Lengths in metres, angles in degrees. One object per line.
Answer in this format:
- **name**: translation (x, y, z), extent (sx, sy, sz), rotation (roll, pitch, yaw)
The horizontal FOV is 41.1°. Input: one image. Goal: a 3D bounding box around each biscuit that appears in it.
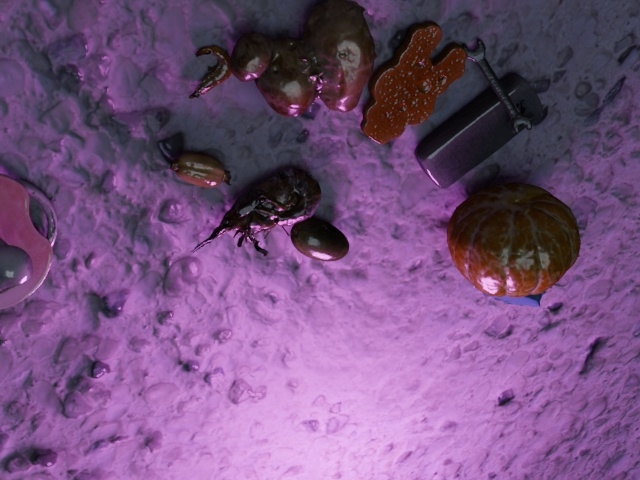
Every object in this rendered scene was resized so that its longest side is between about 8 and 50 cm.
- **biscuit**: translation (0.202, -0.355, 1.968), extent (0.186, 0.044, 0.295), rotation (35, 105, -30)

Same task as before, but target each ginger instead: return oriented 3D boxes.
- **ginger**: translation (-0.034, -0.370, 1.803), extent (0.304, 0.155, 0.245), rotation (-20, 128, -7)

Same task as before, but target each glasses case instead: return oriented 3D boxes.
- **glasses case**: translation (0.382, -0.265, 2.071), extent (0.323, 0.074, 0.131), rotation (-38, 127, 7)

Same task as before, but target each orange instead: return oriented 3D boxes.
- **orange**: translation (0.481, 0.003, 2.128), extent (0.329, 0.329, 0.249), rotation (-18, 128, -8)

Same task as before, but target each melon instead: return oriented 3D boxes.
- **melon**: translation (0.000, 0.000, 2.094), extent (0.162, 0.099, 0.099), rotation (21, 113, -32)

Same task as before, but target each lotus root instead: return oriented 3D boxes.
- **lotus root**: translation (-0.266, -0.158, 1.918), extent (0.150, 0.062, 0.073), rotation (13, 94, -28)

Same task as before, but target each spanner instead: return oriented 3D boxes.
- **spanner**: translation (0.414, -0.357, 1.987), extent (0.054, 0.015, 0.254), rotation (-34, 98, 4)

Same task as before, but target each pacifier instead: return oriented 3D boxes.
- **pacifier**: translation (-0.689, 0.014, 1.791), extent (0.220, 0.273, 0.332), rotation (-8, 125, 5)

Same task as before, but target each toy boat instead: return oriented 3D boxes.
- **toy boat**: translation (0.547, 0.123, 2.382), extent (0.238, 0.109, 0.098), rotation (17, 71, -36)

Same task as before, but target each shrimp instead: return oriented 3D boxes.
- **shrimp**: translation (-0.152, -0.047, 2.000), extent (0.343, 0.116, 0.145), rotation (-30, 112, 1)
- **shrimp**: translation (-0.246, -0.356, 1.817), extent (0.127, 0.025, 0.091), rotation (-46, 125, 7)
